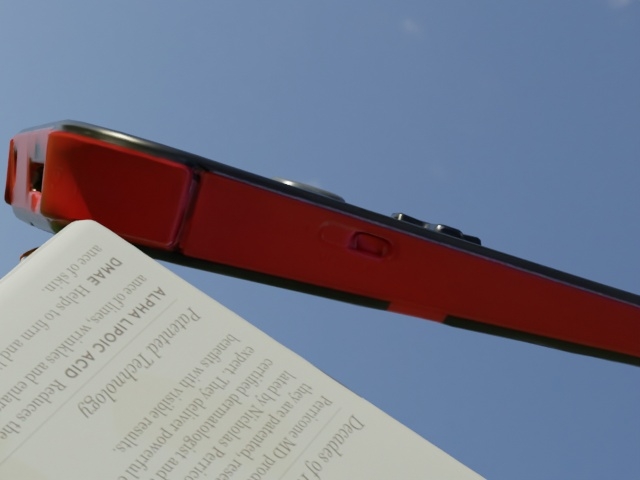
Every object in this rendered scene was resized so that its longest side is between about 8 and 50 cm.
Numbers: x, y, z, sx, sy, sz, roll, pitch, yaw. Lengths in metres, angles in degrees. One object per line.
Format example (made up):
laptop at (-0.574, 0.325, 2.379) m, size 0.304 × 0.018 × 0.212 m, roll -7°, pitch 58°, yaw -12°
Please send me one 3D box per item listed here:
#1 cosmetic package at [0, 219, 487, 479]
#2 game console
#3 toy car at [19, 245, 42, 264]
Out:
cosmetic package at (-0.064, 0.123, 0.625) m, size 0.183 × 0.151 × 0.151 m, roll 33°, pitch -53°, yaw 8°
game console at (0.000, 0.000, 1.052) m, size 0.386 × 0.342 × 0.060 m, roll -167°, pitch -90°, yaw -77°
toy car at (-0.121, 0.035, 1.104) m, size 0.040 × 0.122 × 0.060 m, roll -50°, pitch 144°, yaw -79°
